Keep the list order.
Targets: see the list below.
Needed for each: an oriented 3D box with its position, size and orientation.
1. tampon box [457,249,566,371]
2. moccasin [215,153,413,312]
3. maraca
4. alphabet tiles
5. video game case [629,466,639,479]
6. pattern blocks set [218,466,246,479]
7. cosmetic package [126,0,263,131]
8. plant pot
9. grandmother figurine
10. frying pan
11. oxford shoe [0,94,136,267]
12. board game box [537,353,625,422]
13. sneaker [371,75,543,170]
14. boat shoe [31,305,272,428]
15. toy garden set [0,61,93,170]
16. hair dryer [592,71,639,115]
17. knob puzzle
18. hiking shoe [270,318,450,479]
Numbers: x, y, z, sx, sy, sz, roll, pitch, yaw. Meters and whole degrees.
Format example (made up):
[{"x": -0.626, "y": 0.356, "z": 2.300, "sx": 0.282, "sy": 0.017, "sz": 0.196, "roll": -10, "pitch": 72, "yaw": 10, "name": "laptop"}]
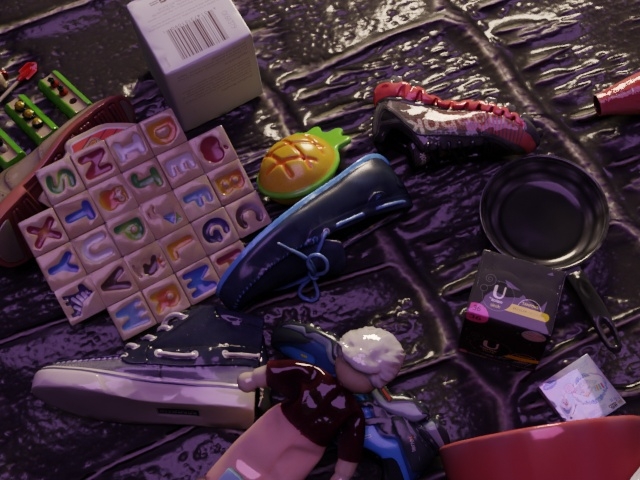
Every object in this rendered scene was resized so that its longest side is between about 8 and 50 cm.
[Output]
[{"x": 0.270, "y": 0.103, "z": 1.605, "sx": 0.120, "sy": 0.161, "sz": 0.101, "roll": 15, "pitch": 67, "yaw": 10, "name": "tampon box"}, {"x": 0.000, "y": 0.000, "z": 1.679, "sx": 0.342, "sy": 0.138, "sz": 0.117, "roll": -40, "pitch": 78, "yaw": -15, "name": "moccasin"}, {"x": -0.026, "y": -0.123, "z": 1.758, "sx": 0.127, "sy": 0.099, "sz": 0.185, "roll": 9, "pitch": 43, "yaw": 27, "name": "maraca"}, {"x": -0.260, "y": -0.026, "z": 1.696, "sx": 0.342, "sy": 0.011, "sz": 0.285, "roll": -28, "pitch": 92, "yaw": -15, "name": "alphabet tiles"}, {"x": 0.430, "y": 0.343, "z": 1.407, "sx": 0.019, "sy": 0.143, "sz": 0.157, "roll": -7, "pitch": 100, "yaw": 36, "name": "video game case"}, {"x": -0.048, "y": 0.462, "z": 1.462, "sx": 0.325, "sy": 0.026, "sz": 0.285, "roll": 30, "pitch": 91, "yaw": 7, "name": "pattern blocks set"}, {"x": -0.197, "y": -0.302, "z": 1.797, "sx": 0.151, "sy": 0.183, "sz": 0.151, "roll": -27, "pitch": 68, "yaw": -9, "name": "cosmetic package"}, {"x": 0.306, "y": 0.366, "z": 1.444, "sx": 0.275, "sy": 0.275, "sz": 0.243, "roll": -8, "pitch": 74, "yaw": -1, "name": "plant pot"}, {"x": -0.025, "y": 0.245, "z": 1.518, "sx": 0.208, "sy": 0.104, "sz": 0.342, "roll": 44, "pitch": 98, "yaw": -7, "name": "grandmother figurine"}, {"x": 0.385, "y": 0.004, "z": 1.706, "sx": 0.197, "sy": 0.053, "sz": 0.326, "roll": -40, "pitch": 72, "yaw": -15, "name": "frying pan"}, {"x": -0.430, "y": -0.113, "z": 1.760, "sx": 0.130, "sy": 0.123, "sz": 0.348, "roll": 16, "pitch": 52, "yaw": 36, "name": "oxford shoe"}, {"x": 0.375, "y": 0.224, "z": 1.623, "sx": 0.090, "sy": 0.020, "sz": 0.090, "roll": -31, "pitch": 68, "yaw": -11, "name": "board game box"}, {"x": 0.204, "y": -0.163, "z": 1.764, "sx": 0.276, "sy": 0.097, "sz": 0.135, "roll": 14, "pitch": 67, "yaw": 11, "name": "sneaker"}, {"x": -0.234, "y": 0.174, "z": 1.628, "sx": 0.340, "sy": 0.127, "sz": 0.158, "roll": 7, "pitch": 60, "yaw": -3, "name": "boat shoe"}, {"x": -0.525, "y": -0.210, "z": 1.825, "sx": 0.244, "sy": 0.049, "sz": 0.204, "roll": -39, "pitch": 59, "yaw": -16, "name": "toy garden set"}, {"x": 0.574, "y": -0.188, "z": 1.769, "sx": 0.293, "sy": 0.080, "sz": 0.223, "roll": 22, "pitch": 69, "yaw": 12, "name": "hair dryer"}, {"x": -0.309, "y": -0.096, "z": 1.728, "sx": 0.213, "sy": 0.030, "sz": 0.213, "roll": 0, "pitch": 91, "yaw": -31, "name": "knob puzzle"}, {"x": 0.033, "y": 0.230, "z": 1.585, "sx": 0.304, "sy": 0.113, "sz": 0.132, "roll": 36, "pitch": 75, "yaw": 19, "name": "hiking shoe"}]
